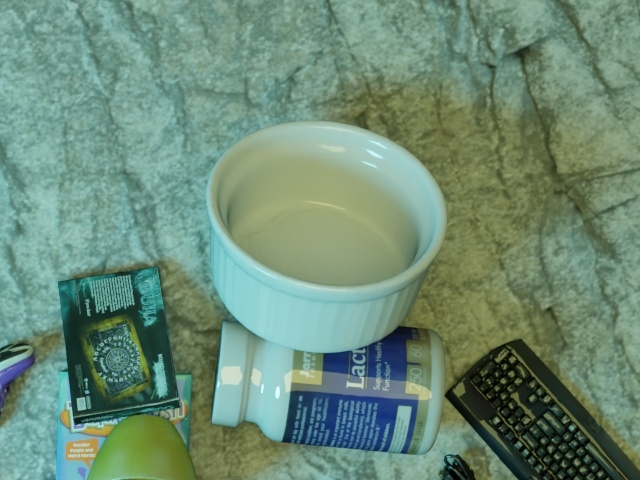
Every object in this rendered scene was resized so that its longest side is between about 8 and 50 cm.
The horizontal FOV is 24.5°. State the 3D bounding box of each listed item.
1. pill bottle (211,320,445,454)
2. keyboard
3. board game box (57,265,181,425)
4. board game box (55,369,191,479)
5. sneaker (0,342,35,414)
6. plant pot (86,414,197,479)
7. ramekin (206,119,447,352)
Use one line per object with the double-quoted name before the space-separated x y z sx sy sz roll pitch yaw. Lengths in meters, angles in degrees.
"pill bottle" 0.007 0.169 1.756 0.265 0.153 0.153 5 86 -6
"keyboard" 0.274 0.294 1.838 0.201 0.033 0.317 -42 91 -6
"board game box" -0.240 0.123 1.753 0.126 0.026 0.186 -8 58 -6
"board game box" -0.238 0.263 1.778 0.160 0.047 0.210 1 86 -6
"sneaker" -0.401 0.191 1.768 0.170 0.068 0.071 -44 107 2
"plant pot" -0.205 0.258 1.704 0.134 0.134 0.095 2 56 -6
"ramekin" 0.000 0.000 1.716 0.277 0.135 0.277 6 45 -6
